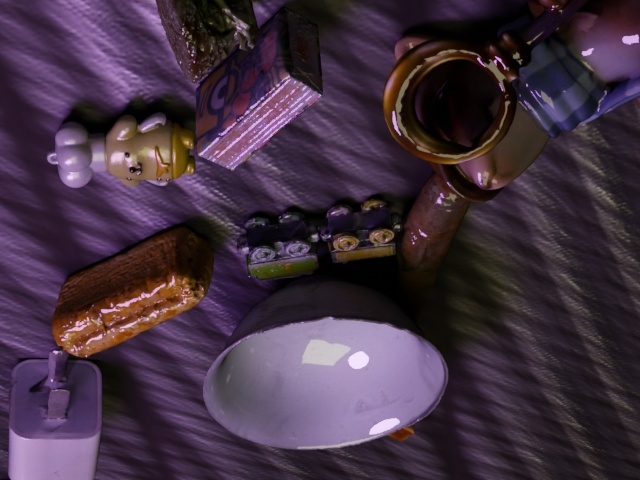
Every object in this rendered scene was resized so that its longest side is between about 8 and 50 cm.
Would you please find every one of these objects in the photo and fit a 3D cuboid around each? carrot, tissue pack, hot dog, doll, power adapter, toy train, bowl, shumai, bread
[{"bbox_3d":[0.123,0.027,1.710,0.070,0.070,0.342,2,143,-11],"label":"carrot"},{"bbox_3d":[-0.064,-0.155,1.414,0.060,0.108,0.148,28,129,-34],"label":"tissue pack"},{"bbox_3d":[0.088,0.258,2.015,0.133,0.041,0.056,32,127,-29],"label":"hot dog"},{"bbox_3d":[0.247,-0.166,1.371,0.340,0.209,0.318,-27,135,26],"label":"doll"},{"bbox_3d":[-0.356,0.228,1.828,0.125,0.130,0.205,3,142,-12],"label":"power adapter"},{"bbox_3d":[0.000,0.000,1.660,0.202,0.060,0.081,-9,149,1],"label":"toy train"},{"bbox_3d":[0.004,0.133,1.755,0.313,0.146,0.313,-3,142,-2],"label":"bowl"},{"bbox_3d":[-0.110,-0.222,1.347,0.087,0.099,0.124,-21,145,-10],"label":"shumai"},{"bbox_3d":[-0.220,-0.096,1.500,0.162,0.062,0.106,-2,137,-5],"label":"doll"},{"bbox_3d":[-0.228,0.065,1.665,0.211,0.114,0.083,-25,122,22],"label":"bread"}]
